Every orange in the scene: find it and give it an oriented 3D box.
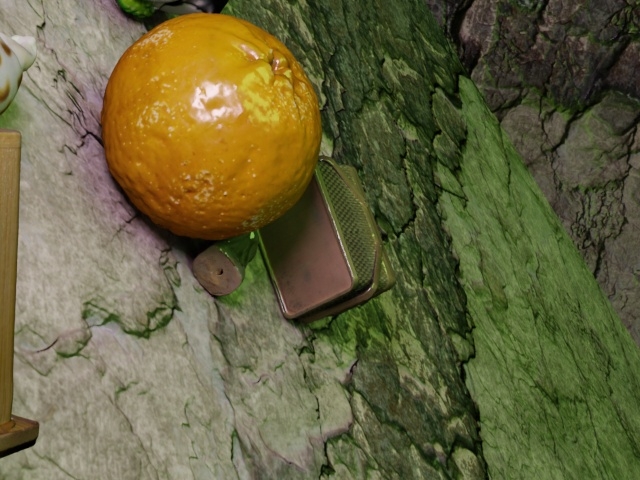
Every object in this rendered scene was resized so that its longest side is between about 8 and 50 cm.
[{"bbox_3d":[-0.150,-0.174,1.664,0.341,0.293,0.340,34,39,-33],"label":"orange"}]

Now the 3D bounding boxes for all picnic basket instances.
[{"bbox_3d":[0.000,0.000,1.920,0.139,0.165,0.266,4,62,-57],"label":"picnic basket"}]

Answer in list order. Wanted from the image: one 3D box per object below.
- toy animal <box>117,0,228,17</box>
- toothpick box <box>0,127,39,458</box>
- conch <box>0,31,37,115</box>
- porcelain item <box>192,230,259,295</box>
[{"bbox_3d":[-0.264,-0.466,1.846,0.267,0.213,0.212,-6,72,-58],"label":"toy animal"},{"bbox_3d":[-0.383,0.044,1.052,0.187,0.190,0.308,-9,106,-60],"label":"toothpick box"},{"bbox_3d":[-0.456,-0.204,1.326,0.275,0.183,0.148,9,92,-55],"label":"conch"},{"bbox_3d":[-0.134,0.007,1.801,0.081,0.069,0.215,51,24,-12],"label":"porcelain item"}]
